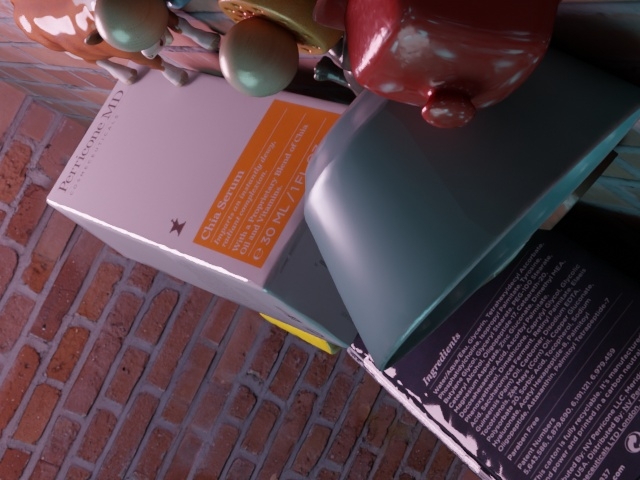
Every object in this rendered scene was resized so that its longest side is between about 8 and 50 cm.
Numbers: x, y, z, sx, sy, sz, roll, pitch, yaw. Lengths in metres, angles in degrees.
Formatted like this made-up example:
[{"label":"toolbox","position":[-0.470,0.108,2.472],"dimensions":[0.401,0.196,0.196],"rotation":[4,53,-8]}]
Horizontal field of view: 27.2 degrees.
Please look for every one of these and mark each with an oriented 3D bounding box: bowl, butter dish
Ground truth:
[{"label":"bowl","position":[0.104,-0.057,1.080],"dimensions":[0.163,0.311,0.311],"rotation":[45,176,8]},{"label":"butter dish","position":[0.086,-0.132,0.885],"dimensions":[0.159,0.118,0.160],"rotation":[6,159,-16]}]

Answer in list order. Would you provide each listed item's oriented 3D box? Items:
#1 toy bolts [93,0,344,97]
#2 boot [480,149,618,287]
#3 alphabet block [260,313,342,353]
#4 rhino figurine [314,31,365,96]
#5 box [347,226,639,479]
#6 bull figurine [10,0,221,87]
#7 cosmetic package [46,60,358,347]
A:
[{"label":"toy bolts","position":[-0.103,-0.218,1.001],"dimensions":[0.218,0.158,0.228],"rotation":[31,172,-40]},{"label":"boot","position":[0.187,-0.044,1.344],"dimensions":[0.115,0.112,0.305],"rotation":[40,151,6]},{"label":"alphabet block","position":[0.000,0.000,1.757],"dimensions":[0.192,0.197,0.193],"rotation":[22,146,55]},{"label":"rhino figurine","position":[0.039,-0.178,1.170],"dimensions":[0.106,0.073,0.243],"rotation":[28,174,16]},{"label":"box","position":[0.373,0.215,1.658],"dimensions":[0.480,0.297,0.472],"rotation":[31,-176,-42]},{"label":"bull figurine","position":[-0.242,-0.254,1.564],"dimensions":[0.310,0.101,0.188],"rotation":[19,173,46]},{"label":"cosmetic package","position":[-0.106,-0.060,1.576],"dimensions":[0.453,0.230,0.161],"rotation":[18,165,46]}]
